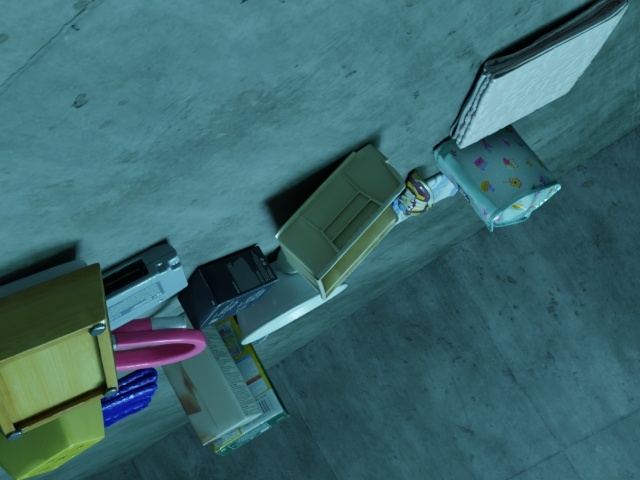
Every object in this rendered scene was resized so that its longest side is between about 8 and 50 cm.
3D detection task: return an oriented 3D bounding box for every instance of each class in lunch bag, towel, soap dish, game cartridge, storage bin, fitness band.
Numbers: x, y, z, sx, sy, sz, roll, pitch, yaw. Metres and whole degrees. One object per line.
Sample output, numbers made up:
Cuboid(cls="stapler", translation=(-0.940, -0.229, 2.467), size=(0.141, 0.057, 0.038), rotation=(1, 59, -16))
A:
Cuboid(cls="lunch bag", translation=(0.395, -0.147, 1.800), size=(0.262, 0.223, 0.160), rotation=(-17, 155, -47))
Cuboid(cls="towel", translation=(0.425, -0.329, 1.560), size=(0.316, 0.053, 0.332), rotation=(-28, 167, -10))
Cuboid(cls="soap dish", translation=(-0.423, 0.174, 1.186), size=(0.228, 0.118, 0.291), rotation=(-22, 151, -23))
Cuboid(cls="towel", translation=(0.283, -0.121, 2.090), size=(0.284, 0.034, 0.209), rotation=(-26, 166, -21))
Cuboid(cls="game cartridge", translation=(-0.379, 0.113, 1.373), size=(0.297, 0.062, 0.198), rotation=(-29, 172, -13))
Cuboid(cls="towel", translation=(-0.578, 0.470, 2.258), size=(0.227, 0.076, 0.308), rotation=(-27, 167, -23))
Cuboid(cls="storage bin", translation=(0.047, -0.031, 1.546), size=(0.260, 0.123, 0.262), rotation=(-47, 169, -7))
Cuboid(cls="fitness band", translation=(-0.379, 0.220, 1.604), size=(0.290, 0.054, 0.209), rotation=(-1, 154, -31))

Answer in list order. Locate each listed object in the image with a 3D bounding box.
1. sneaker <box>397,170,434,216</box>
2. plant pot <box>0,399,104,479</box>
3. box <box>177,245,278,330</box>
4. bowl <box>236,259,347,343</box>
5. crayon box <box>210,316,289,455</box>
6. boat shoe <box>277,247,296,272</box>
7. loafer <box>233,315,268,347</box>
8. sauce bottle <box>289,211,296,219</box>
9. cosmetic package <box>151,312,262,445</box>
Cuboid(cls="sneaker", translation=(0.228, -0.104, 1.900), size=(0.083, 0.070, 0.185), rotation=(-34, 156, 2))
Cuboid(cls="plant pot", translation=(-0.570, 0.366, 1.595), size=(0.212, 0.187, 0.212), rotation=(-32, 168, 6))
Cuboid(cls="box", translation=(-0.200, 0.103, 1.665), size=(0.158, 0.093, 0.156), rotation=(-23, 167, -36))
Cuboid(cls="bowl", translation=(-0.094, 0.126, 1.898), size=(0.297, 0.134, 0.298), rotation=(-30, 172, -5))
Cuboid(cls="crayon box", translation=(-0.247, 0.369, 2.045), size=(0.203, 0.323, 0.083), rotation=(-31, 155, -2))
Cuboid(cls="boat shoe", translation=(0.000, -0.001, 1.768), size=(0.227, 0.079, 0.081), rotation=(-40, 161, 24))
Cuboid(cls="loafer", translation=(-0.293, 0.293, 2.210), size=(0.302, 0.095, 0.109), rotation=(-24, 132, -21))
Cuboid(cls="sauce bottle", translation=(-0.051, -0.023, 1.649), size=(0.042, 0.042, 0.128), rotation=(-28, 168, -17))
Cuboid(cls="cosmetic package", translation=(-0.282, 0.331, 1.899), size=(0.129, 0.296, 0.153), rotation=(-32, 167, 8))
